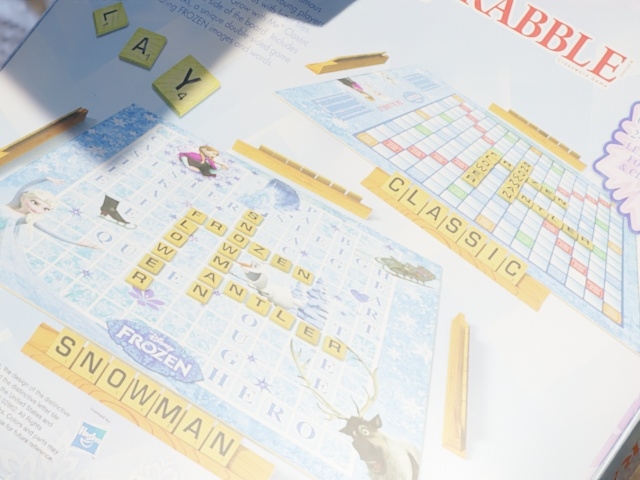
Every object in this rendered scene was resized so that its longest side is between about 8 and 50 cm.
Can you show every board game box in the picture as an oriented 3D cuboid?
[{"bbox_3d":[0.000,0.000,0.730,0.318,0.319,0.066,-53,-22,-10],"label":"board game box"}]
